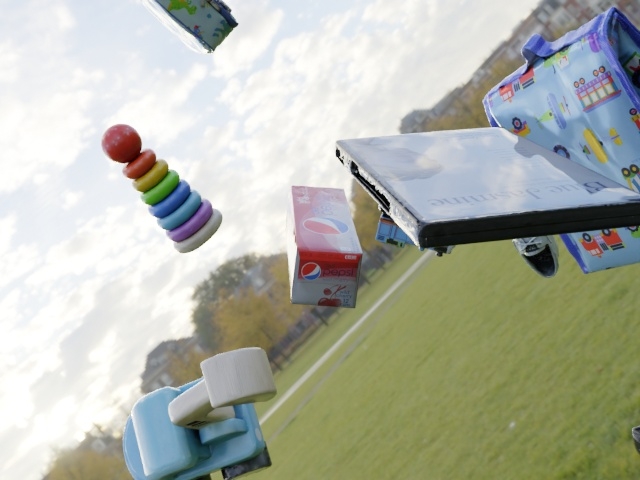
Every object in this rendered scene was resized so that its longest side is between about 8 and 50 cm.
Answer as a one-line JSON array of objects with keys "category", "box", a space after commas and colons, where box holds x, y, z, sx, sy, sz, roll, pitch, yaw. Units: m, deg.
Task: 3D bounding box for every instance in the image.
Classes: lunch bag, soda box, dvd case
[{"category": "lunch bag", "box": [-0.251, -0.427, 1.346, 0.090, 0.176, 0.219, -51, 23, 0]}, {"category": "lunch bag", "box": [0.333, -0.121, 0.881, 0.138, 0.293, 0.221, -45, 7, -23]}, {"category": "soda box", "box": [0.000, 0.000, 1.070, 0.263, 0.092, 0.084, -101, 15, -66]}, {"category": "dvd case", "box": [0.127, -0.055, 0.626, 0.180, 0.022, 0.253, -6, 22, -11]}]

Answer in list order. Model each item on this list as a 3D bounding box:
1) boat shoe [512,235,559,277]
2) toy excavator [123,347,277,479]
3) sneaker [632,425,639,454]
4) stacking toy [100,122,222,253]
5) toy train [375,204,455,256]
[{"category": "boat shoe", "box": [0.420, -0.005, 1.452, 0.079, 0.227, 0.081, -21, 45, 26]}, {"category": "toy excavator", "box": [-0.229, 0.342, 1.393, 0.432, 0.222, 0.445, -23, -19, 12]}, {"category": "sneaker", "box": [0.310, 0.083, 0.544, 0.090, 0.081, 0.232, 8, 38, 43]}, {"category": "stacking toy", "box": [-0.375, -0.129, 1.688, 0.141, 0.330, 0.141, -31, 25, 16]}, {"category": "toy train", "box": [0.204, -0.030, 1.511, 0.080, 0.184, 0.105, -53, -23, -66]}]
